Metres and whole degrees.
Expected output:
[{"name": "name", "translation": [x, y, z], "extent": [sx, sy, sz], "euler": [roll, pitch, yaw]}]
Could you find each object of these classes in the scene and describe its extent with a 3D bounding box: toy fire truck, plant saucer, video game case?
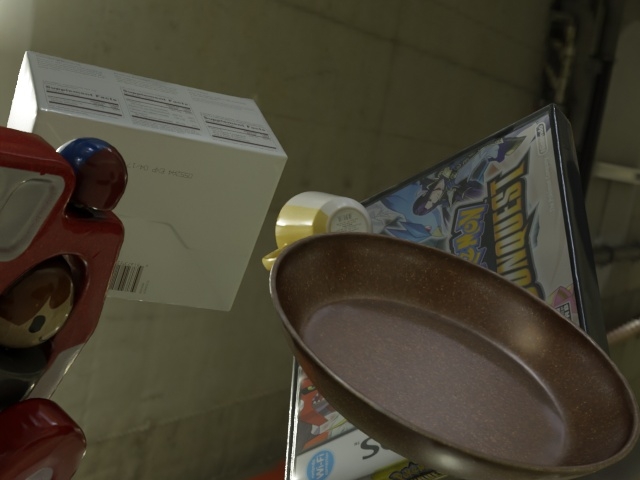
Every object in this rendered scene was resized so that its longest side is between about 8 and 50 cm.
[{"name": "toy fire truck", "translation": [-0.222, 0.044, 0.666], "extent": [0.254, 0.169, 0.302], "euler": [-53, -20, 13]}, {"name": "plant saucer", "translation": [0.063, 0.062, 0.566], "extent": [0.198, 0.198, 0.036], "euler": [-23, -40, -59]}, {"name": "video game case", "translation": [0.084, 0.049, 0.827], "extent": [0.035, 0.248, 0.275], "euler": [41, -145, -34]}]

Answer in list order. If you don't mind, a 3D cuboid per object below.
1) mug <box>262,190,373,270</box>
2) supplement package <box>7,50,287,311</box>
[{"name": "mug", "translation": [0.004, 0.000, 0.817], "extent": [0.062, 0.064, 0.078], "euler": [32, -104, -20]}, {"name": "supplement package", "translation": [-0.203, -0.058, 1.196], "extent": [0.261, 0.145, 0.204], "euler": [9, -61, -25]}]
